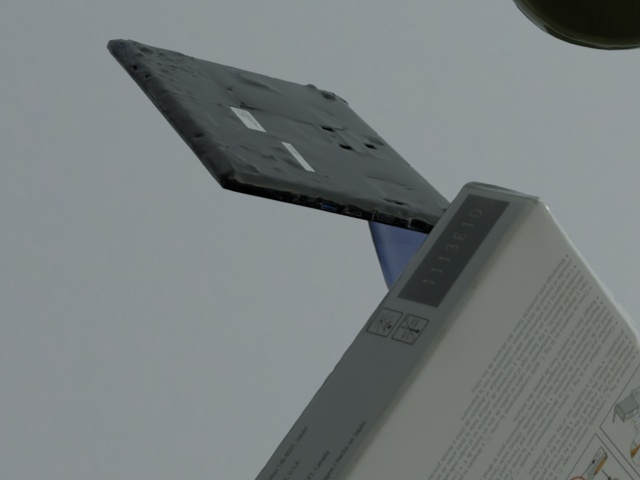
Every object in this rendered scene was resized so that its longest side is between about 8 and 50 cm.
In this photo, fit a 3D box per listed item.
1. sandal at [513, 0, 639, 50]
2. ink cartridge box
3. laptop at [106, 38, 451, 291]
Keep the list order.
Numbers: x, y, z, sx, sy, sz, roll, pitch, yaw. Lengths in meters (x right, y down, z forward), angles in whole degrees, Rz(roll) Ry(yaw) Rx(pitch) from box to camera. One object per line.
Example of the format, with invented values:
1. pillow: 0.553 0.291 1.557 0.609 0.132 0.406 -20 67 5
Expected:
1. sandal: 0.201 -0.143 0.668 0.303 0.086 0.120 -26 -85 13
2. ink cartridge box: 0.081 0.148 1.057 0.275 0.060 0.239 -54 -51 -18
3. laptop: 0.000 0.000 1.230 0.264 0.234 0.136 12 -72 -28
